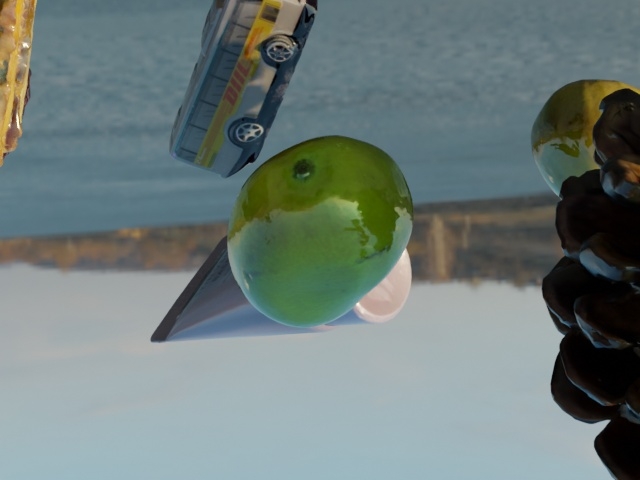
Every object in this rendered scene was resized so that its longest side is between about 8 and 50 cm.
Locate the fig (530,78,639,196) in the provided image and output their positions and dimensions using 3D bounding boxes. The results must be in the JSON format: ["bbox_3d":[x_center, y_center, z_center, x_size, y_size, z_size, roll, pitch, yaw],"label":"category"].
[{"bbox_3d":[0.290,-0.096,1.299,0.153,0.136,0.121,22,-128,17],"label":"fig"}]

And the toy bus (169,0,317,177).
[{"bbox_3d":[-0.062,-0.129,0.968,0.072,0.172,0.057,15,-142,-14],"label":"toy bus"}]

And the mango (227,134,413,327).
[{"bbox_3d":[-0.006,-0.001,0.844,0.117,0.089,0.163,4,139,-28],"label":"mango"}]

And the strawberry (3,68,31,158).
[{"bbox_3d":[-0.333,-0.086,0.825,0.261,0.258,0.261,8,144,6],"label":"strawberry"}]

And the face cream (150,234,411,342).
[{"bbox_3d":[-0.041,0.038,1.216,0.274,0.096,0.154,-7,-137,45],"label":"face cream"}]

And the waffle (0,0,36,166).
[{"bbox_3d":[-0.172,-0.111,0.554,0.102,0.148,0.042,13,-159,-3],"label":"waffle"}]

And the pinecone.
[{"bbox_3d":[0.253,0.027,0.707,0.242,0.296,0.298,-23,-145,-26],"label":"pinecone"}]
